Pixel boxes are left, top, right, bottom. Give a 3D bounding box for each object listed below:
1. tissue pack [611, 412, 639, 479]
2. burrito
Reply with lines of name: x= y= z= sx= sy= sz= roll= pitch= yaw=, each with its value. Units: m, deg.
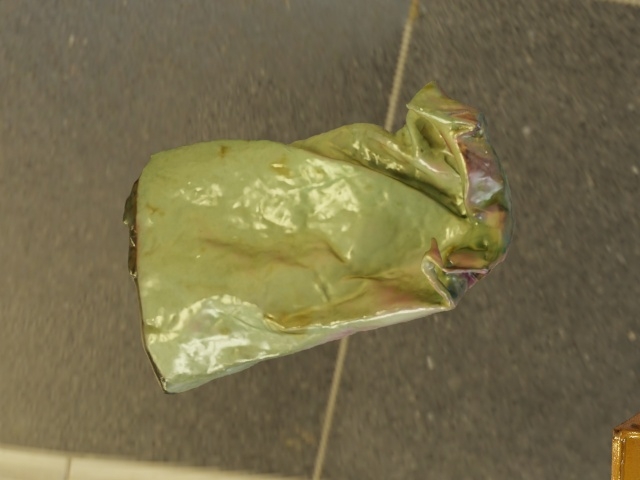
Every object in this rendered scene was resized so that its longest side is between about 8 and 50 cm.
tissue pack: x=0.285 y=0.204 z=1.152 sx=0.145 sy=0.274 sz=0.194 roll=5 pitch=95 yaw=23
burrito: x=0.000 y=0.000 z=1.011 sx=0.229 sy=0.089 sz=0.144 roll=-13 pitch=78 yaw=25
